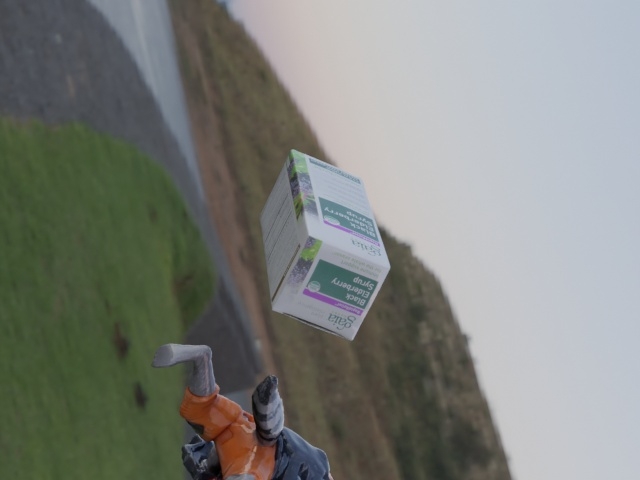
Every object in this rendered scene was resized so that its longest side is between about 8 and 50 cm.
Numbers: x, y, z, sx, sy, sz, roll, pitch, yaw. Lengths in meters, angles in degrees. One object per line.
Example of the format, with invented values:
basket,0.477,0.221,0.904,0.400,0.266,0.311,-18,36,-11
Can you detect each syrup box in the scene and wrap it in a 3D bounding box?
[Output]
syrup box,0.000,0.000,1.430,0.237,0.093,0.096,-104,-142,-65

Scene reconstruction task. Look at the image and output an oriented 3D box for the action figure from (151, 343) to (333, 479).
action figure,-0.046,0.288,1.528,0.341,0.178,0.330,52,0,33
